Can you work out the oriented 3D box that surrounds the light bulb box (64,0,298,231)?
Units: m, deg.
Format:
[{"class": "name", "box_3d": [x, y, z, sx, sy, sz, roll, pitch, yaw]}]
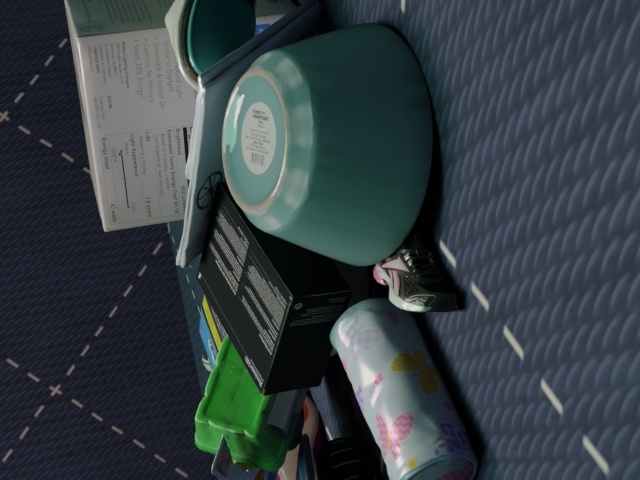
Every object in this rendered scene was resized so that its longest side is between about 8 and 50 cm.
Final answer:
[{"class": "light bulb box", "box_3d": [-0.224, -0.240, 1.816, 0.225, 0.360, 0.358, -119, 24, -55]}]

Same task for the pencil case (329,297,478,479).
[{"class": "pencil case", "box_3d": [0.101, 0.204, 1.370, 0.124, 0.113, 0.273, -59, 39, 35]}]

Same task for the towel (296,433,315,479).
[{"class": "towel", "box_3d": [-0.020, 0.522, 1.742, 0.243, 0.040, 0.336, -111, 23, -73]}]

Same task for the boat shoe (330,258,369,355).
[{"class": "boat shoe", "box_3d": [0.000, 0.000, 1.635, 0.158, 0.127, 0.341, -122, 35, -61]}]

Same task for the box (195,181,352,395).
[{"class": "box", "box_3d": [-0.075, 0.062, 1.525, 0.261, 0.103, 0.184, 55, 137, 41]}]

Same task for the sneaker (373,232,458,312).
[{"class": "sneaker", "box_3d": [0.113, 0.033, 1.317, 0.178, 0.072, 0.077, -141, 53, -60]}]

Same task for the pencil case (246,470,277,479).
[{"class": "pencil case", "box_3d": [-0.105, 0.481, 2.249, 0.183, 0.159, 0.410, 59, -177, -42]}]

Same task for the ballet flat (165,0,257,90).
[{"class": "ballet flat", "box_3d": [-0.163, -0.370, 1.598, 0.139, 0.139, 0.400, 110, 171, -62]}]

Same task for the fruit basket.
[{"class": "fruit basket", "box_3d": [-0.076, 0.273, 1.785, 0.353, 0.165, 0.327, 59, -134, -59]}]

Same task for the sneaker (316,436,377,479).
[{"class": "sneaker", "box_3d": [0.061, 0.437, 1.721, 0.108, 0.100, 0.272, 88, 164, -46]}]

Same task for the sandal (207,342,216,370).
[{"class": "sandal", "box_3d": [-0.164, 0.233, 2.269, 0.302, 0.086, 0.120, -18, 86, 53]}]

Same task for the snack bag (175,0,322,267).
[{"class": "snack bag", "box_3d": [-0.110, -0.163, 1.601, 0.037, 0.323, 0.343, 27, 133, 14]}]

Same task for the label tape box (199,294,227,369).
[{"class": "label tape box", "box_3d": [-0.145, 0.133, 2.145, 0.249, 0.115, 0.348, -118, 32, -46]}]

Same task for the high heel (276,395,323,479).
[{"class": "high heel", "box_3d": [-0.041, 0.454, 2.072, 0.181, 0.127, 0.377, 87, 168, -46]}]

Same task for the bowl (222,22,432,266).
[{"class": "bowl", "box_3d": [-0.014, -0.120, 1.334, 0.311, 0.163, 0.312, 5, 95, 59]}]

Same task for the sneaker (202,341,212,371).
[{"class": "sneaker", "box_3d": [-0.197, 0.244, 2.505, 0.321, 0.126, 0.128, 0, 105, 63]}]
